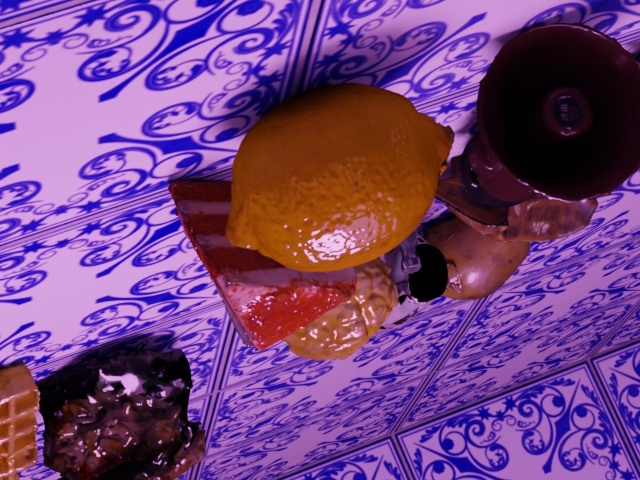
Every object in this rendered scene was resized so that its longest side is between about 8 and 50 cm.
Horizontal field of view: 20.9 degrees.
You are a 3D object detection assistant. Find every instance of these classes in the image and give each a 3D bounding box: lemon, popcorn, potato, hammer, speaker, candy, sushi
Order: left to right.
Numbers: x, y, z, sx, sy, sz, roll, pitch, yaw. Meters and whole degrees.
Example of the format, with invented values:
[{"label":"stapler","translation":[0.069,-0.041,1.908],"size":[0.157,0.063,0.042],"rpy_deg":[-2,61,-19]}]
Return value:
[{"label":"sushi","translation":[-0.267,0.271,2.396],"size":[0.225,0.219,0.238],"rpy_deg":[-8,158,-33]},{"label":"hammer","translation":[0.000,0.000,2.176],"size":[0.246,0.103,0.029],"rpy_deg":[-5,160,-12]},{"label":"popcorn","translation":[0.012,0.068,2.256],"size":[0.180,0.170,0.180],"rpy_deg":[1,156,0]},{"label":"lemon","translation":[0.017,-0.065,1.773],"size":[0.256,0.188,0.188],"rpy_deg":[-26,164,-5]},{"label":"potato","translation":[0.219,0.014,2.420],"size":[0.176,0.137,0.137],"rpy_deg":[-30,163,13]},{"label":"candy","translation":[0.245,-0.050,2.259],"size":[0.271,0.143,0.101],"rpy_deg":[-2,111,-48]},{"label":"speaker","translation":[0.283,-0.137,2.004],"size":[0.259,0.198,0.329],"rpy_deg":[-32,176,-5]}]

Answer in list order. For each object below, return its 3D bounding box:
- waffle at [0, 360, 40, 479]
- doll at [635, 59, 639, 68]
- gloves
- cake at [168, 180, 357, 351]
[{"label":"waffle","translation":[-0.478,0.276,2.269],"size":[0.219,0.057,0.229],"rpy_deg":[-16,139,-26]},{"label":"doll","translation":[0.431,-0.190,2.113],"size":[0.211,0.093,0.262],"rpy_deg":[-9,159,-32]},{"label":"gloves","translation":[0.094,0.056,2.379],"size":[0.111,0.127,0.212],"rpy_deg":[-30,-172,-20]},{"label":"cake","translation":[-0.057,0.005,1.952],"size":[0.159,0.158,0.262],"rpy_deg":[-27,163,-3]}]
